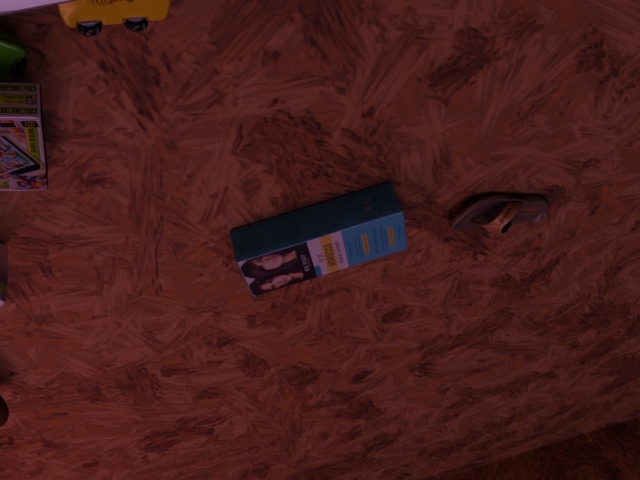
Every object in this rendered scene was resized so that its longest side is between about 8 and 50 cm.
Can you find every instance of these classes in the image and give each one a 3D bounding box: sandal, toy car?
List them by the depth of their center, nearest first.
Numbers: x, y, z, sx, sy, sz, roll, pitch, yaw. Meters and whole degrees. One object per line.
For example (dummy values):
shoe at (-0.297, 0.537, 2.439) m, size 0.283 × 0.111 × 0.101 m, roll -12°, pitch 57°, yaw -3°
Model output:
toy car at (-0.284, -0.205, 0.616) m, size 0.239 × 0.053 × 0.225 m, roll 16°, pitch 133°, yaw -37°
sandal at (0.292, -0.036, 1.091) m, size 0.180 × 0.049 × 0.072 m, roll -4°, pitch 142°, yaw -19°

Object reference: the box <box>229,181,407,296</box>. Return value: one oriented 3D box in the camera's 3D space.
box at (0.000, 0.000, 1.005) m, size 0.244 × 0.060 × 0.100 m, roll -18°, pitch 144°, yaw -1°

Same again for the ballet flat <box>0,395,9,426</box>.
ballet flat at (-0.587, 0.194, 0.991) m, size 0.342 × 0.116 × 0.124 m, roll 29°, pitch 103°, yaw -43°

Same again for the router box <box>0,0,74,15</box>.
router box at (-0.254, -0.295, 0.422) m, size 0.335 × 0.082 × 0.301 m, roll -13°, pitch 129°, yaw -7°

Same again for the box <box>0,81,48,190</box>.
box at (-0.333, -0.097, 0.682) m, size 0.114 × 0.036 × 0.207 m, roll -3°, pitch 167°, yaw -20°

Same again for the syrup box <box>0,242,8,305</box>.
syrup box at (-0.511, 0.072, 0.852) m, size 0.237 × 0.096 × 0.093 m, roll -27°, pitch 143°, yaw 14°
